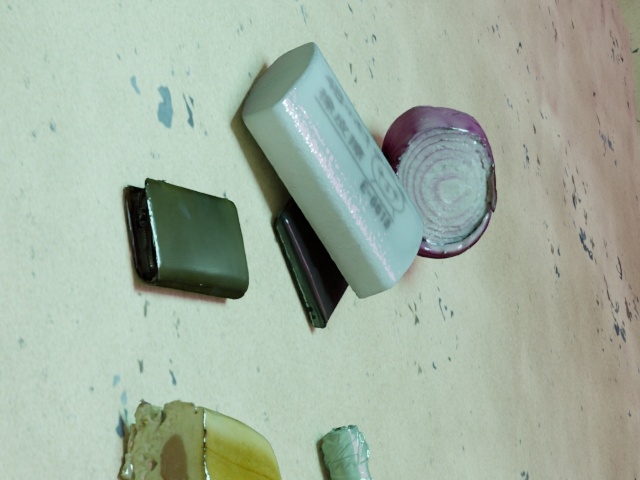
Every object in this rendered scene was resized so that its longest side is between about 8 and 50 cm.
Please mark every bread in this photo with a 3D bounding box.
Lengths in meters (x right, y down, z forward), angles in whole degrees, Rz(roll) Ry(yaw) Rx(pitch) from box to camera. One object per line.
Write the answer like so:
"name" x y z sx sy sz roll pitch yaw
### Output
"bread" -0.106 0.226 1.454 0.173 0.085 0.134 41 37 -53

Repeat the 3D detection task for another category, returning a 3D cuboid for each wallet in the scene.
"wallet" -0.132 0.001 1.594 0.198 0.031 0.110 13 65 -66

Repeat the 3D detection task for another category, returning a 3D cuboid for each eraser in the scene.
"eraser" 0.018 -0.085 1.882 0.270 0.095 0.174 56 28 -20

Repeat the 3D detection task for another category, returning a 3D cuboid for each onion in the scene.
"onion" 0.160 -0.085 2.183 0.207 0.200 0.200 58 25 -8

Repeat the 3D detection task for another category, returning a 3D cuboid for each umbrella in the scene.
"umbrella" 0.041 0.284 1.815 0.062 0.067 0.143 134 -62 -81

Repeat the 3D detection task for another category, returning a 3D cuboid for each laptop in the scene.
"laptop" 0.000 0.000 1.934 0.154 0.026 0.207 68 22 -16
